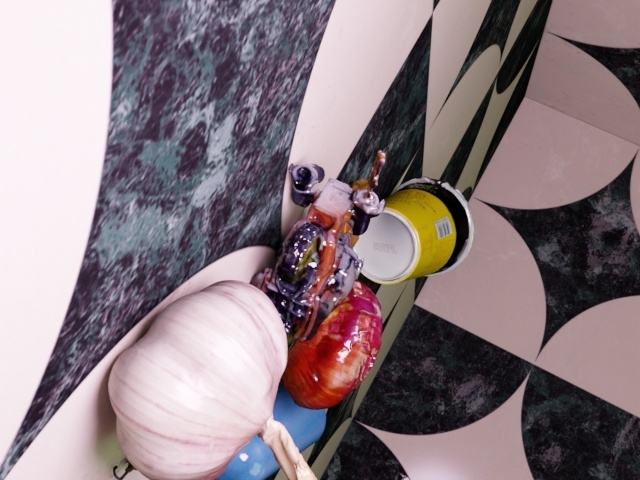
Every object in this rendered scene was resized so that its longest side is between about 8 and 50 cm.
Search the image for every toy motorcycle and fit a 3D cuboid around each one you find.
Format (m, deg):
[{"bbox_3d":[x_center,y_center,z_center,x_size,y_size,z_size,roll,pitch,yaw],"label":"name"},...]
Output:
[{"bbox_3d":[0.000,0.000,1.189,0.207,0.134,0.401,-55,166,-33],"label":"toy motorcycle"}]

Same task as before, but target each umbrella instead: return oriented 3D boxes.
[{"bbox_3d":[-0.222,0.270,1.101,0.022,0.022,0.149,-28,180,21],"label":"umbrella"}]

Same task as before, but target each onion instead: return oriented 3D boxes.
[{"bbox_3d":[-0.011,0.152,1.412,0.230,0.163,0.230,-48,-156,30],"label":"onion"}]

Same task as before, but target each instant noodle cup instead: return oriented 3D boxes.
[{"bbox_3d":[0.173,-0.009,1.730,0.236,0.216,0.215,-20,136,-61],"label":"instant noodle cup"}]

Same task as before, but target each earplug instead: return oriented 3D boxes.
[{"bbox_3d":[-0.102,0.344,1.495,0.273,0.132,0.132,-22,137,-66],"label":"earplug"}]

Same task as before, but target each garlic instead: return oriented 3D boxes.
[{"bbox_3d":[-0.094,0.185,0.944,0.245,0.253,0.245,-49,164,-20],"label":"garlic"}]

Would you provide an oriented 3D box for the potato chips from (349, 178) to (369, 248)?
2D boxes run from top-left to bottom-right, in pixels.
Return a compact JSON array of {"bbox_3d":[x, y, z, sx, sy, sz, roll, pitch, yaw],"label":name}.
[{"bbox_3d":[0.029,-0.024,1.437,0.201,0.049,0.150,-49,159,-42],"label":"potato chips"}]
